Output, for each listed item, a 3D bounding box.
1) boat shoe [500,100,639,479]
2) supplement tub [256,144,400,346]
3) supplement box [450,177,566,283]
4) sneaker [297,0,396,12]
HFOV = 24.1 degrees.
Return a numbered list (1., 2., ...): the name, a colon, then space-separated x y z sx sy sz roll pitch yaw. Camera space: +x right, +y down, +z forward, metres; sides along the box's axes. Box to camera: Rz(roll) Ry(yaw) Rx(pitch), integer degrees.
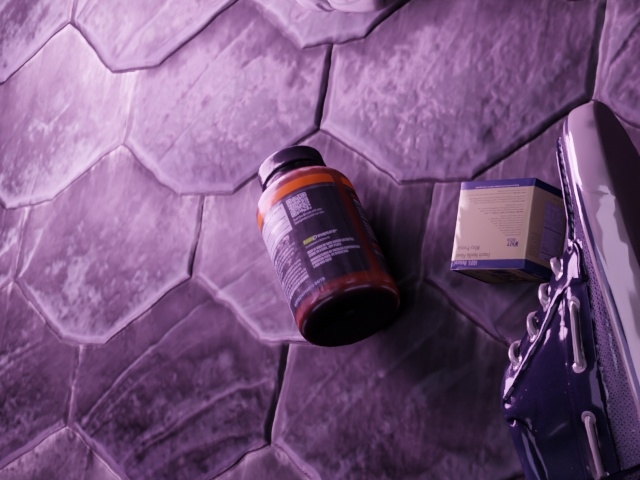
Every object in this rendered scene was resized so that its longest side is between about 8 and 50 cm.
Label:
1. boat shoe: 0.211 0.059 1.237 0.158 0.127 0.340 -23 62 28
2. supplement tub: 0.000 0.000 1.477 0.106 0.106 0.198 -41 51 26
3. supplement box: 0.170 -0.008 1.351 0.083 0.056 0.083 -3 74 43
4. sneaker: 0.061 -0.374 1.555 0.118 0.110 0.292 17 97 38
